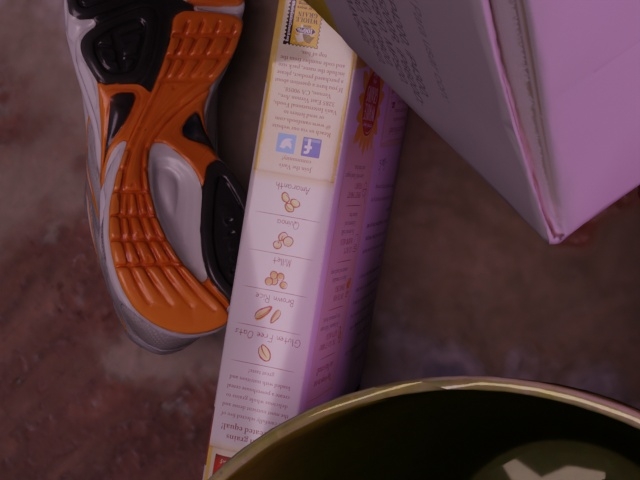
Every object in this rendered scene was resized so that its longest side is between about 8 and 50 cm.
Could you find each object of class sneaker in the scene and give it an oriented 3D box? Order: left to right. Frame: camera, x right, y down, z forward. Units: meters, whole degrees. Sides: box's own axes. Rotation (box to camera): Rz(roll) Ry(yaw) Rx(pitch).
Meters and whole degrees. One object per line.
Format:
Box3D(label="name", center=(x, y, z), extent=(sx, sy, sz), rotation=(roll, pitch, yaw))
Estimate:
Box3D(label="sneaker", center=(-0.098, -0.061, 0.732), extent=(0.099, 0.121, 0.262), rotation=(3, 68, -18))

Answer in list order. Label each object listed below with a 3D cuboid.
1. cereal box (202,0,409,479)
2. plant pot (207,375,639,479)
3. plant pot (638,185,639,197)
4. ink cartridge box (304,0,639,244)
Box3D(label="cereal box", center=(0.000, 0.000, 0.662), extent=(0.047, 0.173, 0.240), rotation=(11, 94, 11))
Box3D(label="plant pot", center=(0.092, 0.179, 0.577), extent=(0.274, 0.293, 0.275), rotation=(0, 91, 16))
Box3D(label="plant pot", center=(0.295, 0.000, 0.546), extent=(0.265, 0.272, 0.272), rotation=(-28, 84, 24))
Box3D(label="ink cartridge box", center=(0.075, -0.224, 0.520), extent=(0.279, 0.160, 0.385), rotation=(-34, 51, -6))
